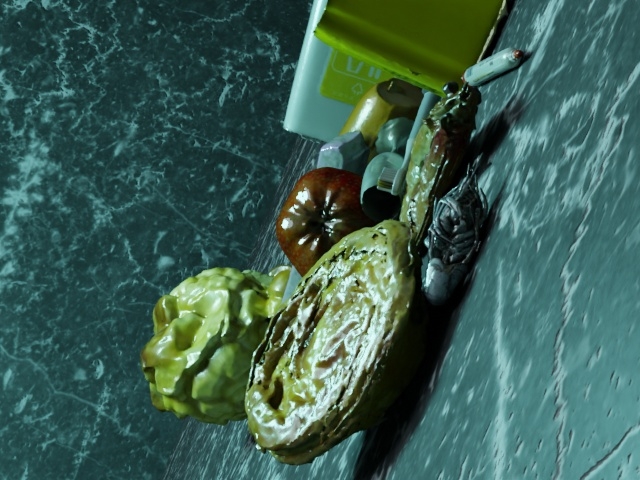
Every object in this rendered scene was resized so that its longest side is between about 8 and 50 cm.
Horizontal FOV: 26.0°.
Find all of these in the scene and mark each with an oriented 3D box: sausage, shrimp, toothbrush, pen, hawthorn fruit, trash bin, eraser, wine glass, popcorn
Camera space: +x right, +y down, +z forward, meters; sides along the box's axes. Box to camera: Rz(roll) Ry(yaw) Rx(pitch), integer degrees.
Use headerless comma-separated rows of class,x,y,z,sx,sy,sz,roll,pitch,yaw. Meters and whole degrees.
sausage,0.053,-0.097,2.074,0.112,0.112,0.328,-76,13,-56
shrimp,0.132,-0.085,1.577,0.294,0.062,0.154,102,-178,-59
toothbrush,0.121,-0.131,1.802,0.342,0.030,0.025,-59,-18,-62
pen,0.204,-0.205,1.629,0.218,0.026,0.026,174,120,-81
hawthorn fruit,0.028,-0.014,1.889,0.163,0.162,0.203,-66,-20,1
trash bin,0.079,-0.348,2.241,0.296,0.255,0.368,-87,14,-67
eraser,0.117,-0.289,1.776,0.069,0.226,0.158,86,-153,-87
wine glass,0.091,-0.090,1.809,0.074,0.074,0.262,-63,3,24
popcorn,-0.148,0.157,2.290,0.332,0.225,0.265,-40,37,5
shrimp,0.135,-0.013,1.385,0.065,0.056,0.165,61,-139,-80

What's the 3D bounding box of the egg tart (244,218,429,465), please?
egg tart,0.037,0.112,1.468,0.297,0.132,0.297,-49,24,30

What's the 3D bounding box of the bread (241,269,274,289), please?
bread,-0.141,0.169,2.481,0.106,0.140,0.236,-73,9,-66

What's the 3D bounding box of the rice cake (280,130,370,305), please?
rice cake,0.000,0.000,2.040,0.072,0.056,0.365,-32,-35,-50
